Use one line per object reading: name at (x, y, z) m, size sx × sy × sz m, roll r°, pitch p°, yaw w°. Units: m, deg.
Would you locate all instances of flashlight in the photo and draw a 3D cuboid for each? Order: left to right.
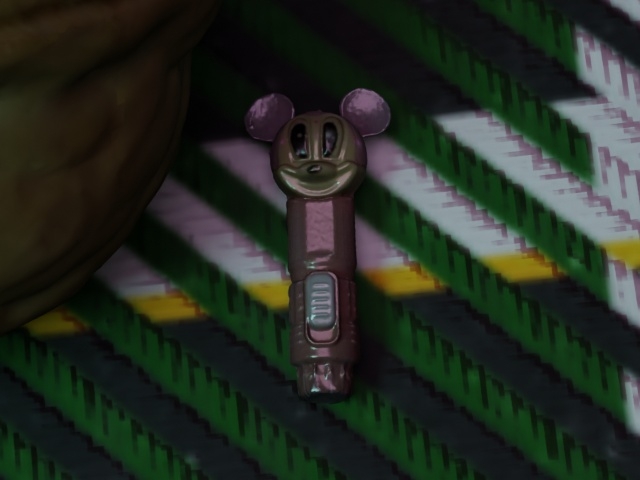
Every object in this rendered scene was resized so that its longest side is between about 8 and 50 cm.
flashlight at (0.000, 0.000, 0.673) m, size 0.052 × 0.031 × 0.110 m, roll -3°, pitch 76°, yaw 3°

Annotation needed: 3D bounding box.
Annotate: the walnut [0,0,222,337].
walnut at (-0.178, -0.087, 0.597) m, size 0.313 × 0.252 × 0.277 m, roll -6°, pitch 75°, yaw -7°
